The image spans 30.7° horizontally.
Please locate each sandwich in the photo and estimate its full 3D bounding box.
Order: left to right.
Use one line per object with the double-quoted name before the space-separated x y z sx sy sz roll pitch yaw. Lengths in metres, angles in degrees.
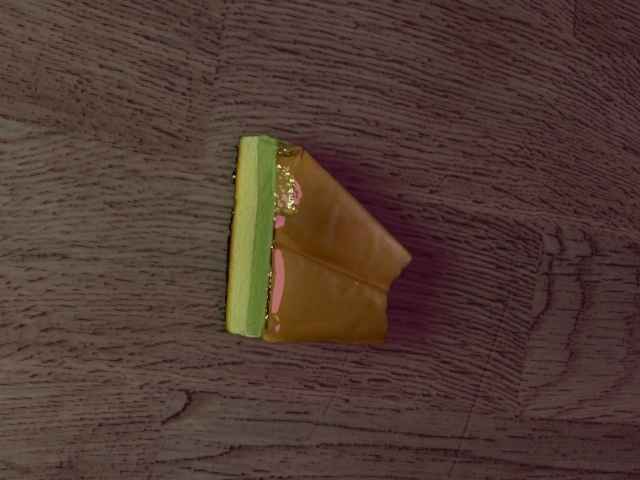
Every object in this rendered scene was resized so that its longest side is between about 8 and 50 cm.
"sandwich" 0.000 0.000 1.277 0.186 0.108 0.220 3 89 -32
